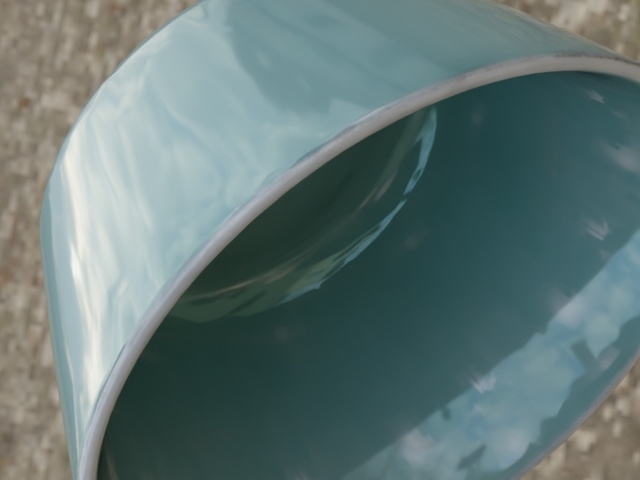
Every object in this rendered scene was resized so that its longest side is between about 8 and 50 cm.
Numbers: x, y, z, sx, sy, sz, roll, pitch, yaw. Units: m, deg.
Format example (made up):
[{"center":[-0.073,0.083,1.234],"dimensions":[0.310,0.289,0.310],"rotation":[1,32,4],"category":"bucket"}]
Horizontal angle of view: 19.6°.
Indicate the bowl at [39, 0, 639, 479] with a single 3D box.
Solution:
[{"center":[0.000,0.000,0.821],"dimensions":[0.163,0.311,0.311],"rotation":[51,127,35],"category":"bowl"}]
